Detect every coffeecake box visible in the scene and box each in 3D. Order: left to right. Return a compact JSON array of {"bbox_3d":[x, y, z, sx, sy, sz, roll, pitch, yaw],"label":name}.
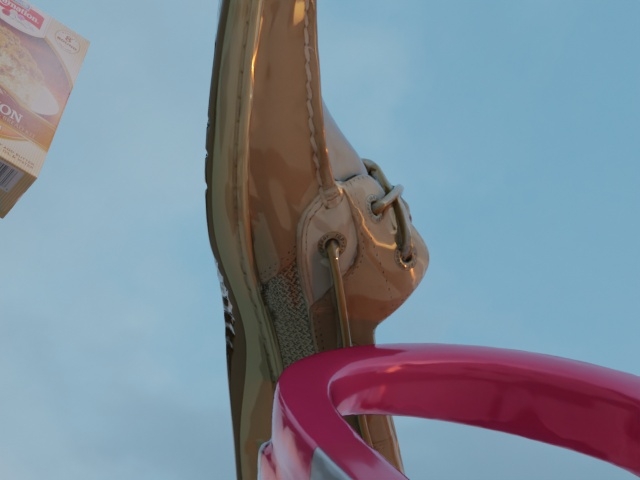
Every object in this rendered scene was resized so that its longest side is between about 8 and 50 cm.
[{"bbox_3d":[-0.290,-0.132,0.994,0.142,0.185,0.068,31,-49,-23],"label":"coffeecake box"}]

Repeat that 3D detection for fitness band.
[{"bbox_3d":[0.093,0.102,0.467,0.209,0.291,0.054,2,-79,-19],"label":"fitness band"}]

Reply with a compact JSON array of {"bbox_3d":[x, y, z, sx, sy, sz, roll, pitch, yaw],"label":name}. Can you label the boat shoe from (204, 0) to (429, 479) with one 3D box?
[{"bbox_3d":[0.000,0.000,0.632,0.110,0.121,0.341,-3,-63,0],"label":"boat shoe"}]
